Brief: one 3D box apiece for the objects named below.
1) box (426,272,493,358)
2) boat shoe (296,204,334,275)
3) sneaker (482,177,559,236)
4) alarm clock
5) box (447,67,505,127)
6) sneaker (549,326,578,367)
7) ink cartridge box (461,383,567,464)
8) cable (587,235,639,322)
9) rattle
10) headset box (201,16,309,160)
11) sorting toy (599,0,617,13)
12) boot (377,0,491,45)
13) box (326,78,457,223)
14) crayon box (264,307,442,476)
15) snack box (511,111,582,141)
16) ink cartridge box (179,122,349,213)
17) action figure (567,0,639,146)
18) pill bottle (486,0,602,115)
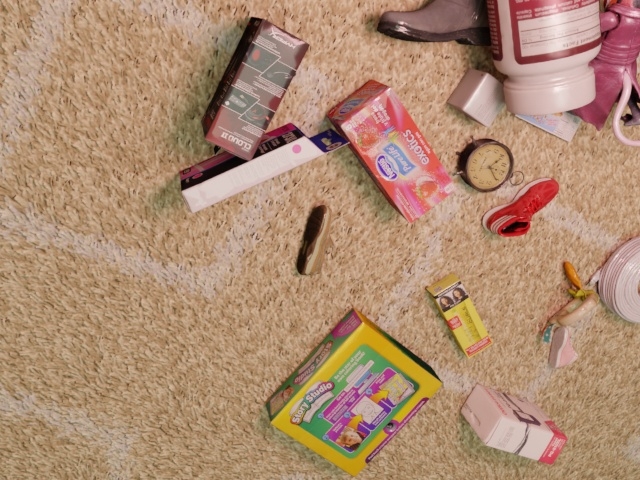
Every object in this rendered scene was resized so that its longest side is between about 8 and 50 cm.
[{"bbox_3d":[0.377,0.204,1.822,0.087,0.058,0.232,-31,114,-1],"label":"box"},{"bbox_3d":[0.000,0.000,1.663,0.072,0.068,0.189,6,119,-28],"label":"boat shoe"},{"bbox_3d":[0.534,-0.072,1.717,0.221,0.128,0.087,-36,114,2],"label":"sneaker"},{"bbox_3d":[0.428,-0.182,1.687,0.192,0.064,0.129,20,104,-17],"label":"alarm clock"},{"bbox_3d":[0.375,-0.339,1.596,0.087,0.102,0.101,28,102,-23],"label":"box"},{"bbox_3d":[0.707,0.305,1.941,0.070,0.051,0.134,-2,114,-14],"label":"sneaker"},{"bbox_3d":[0.546,0.521,1.916,0.237,0.172,0.100,21,104,-19],"label":"ink cartridge box"},{"bbox_3d":[0.911,0.108,1.892,0.257,0.089,0.257,27,102,-20],"label":"cable"},{"bbox_3d":[0.655,0.180,1.874,0.143,0.130,0.200,42,123,-12],"label":"rattle"},{"bbox_3d":[-0.152,-0.311,1.422,0.110,0.218,0.293,24,103,-19],"label":"headset box"},{"bbox_3d":[0.662,-0.538,1.623,0.193,0.038,0.208,-1,110,-12],"label":"sorting toy"},{"bbox_3d":[0.284,-0.553,1.501,0.339,0.118,0.222,-4,108,-25],"label":"boot"},{"bbox_3d":[0.164,-0.208,1.570,0.142,0.154,0.300,-37,115,3],"label":"box"},{"bbox_3d":[0.089,0.410,1.807,0.313,0.106,0.363,39,97,-21],"label":"crayon box"},{"bbox_3d":[0.570,-0.310,1.695,0.178,0.022,0.064,20,105,-19],"label":"snack box"},{"bbox_3d":[-0.132,-0.181,1.497,0.371,0.175,0.069,-23,113,-4],"label":"ink cartridge box"},{"bbox_3d":[0.657,-0.424,1.520,0.248,0.275,0.370,-7,133,-3],"label":"action figure"},{"bbox_3d":[0.468,-0.478,1.418,0.224,0.224,0.391,-16,113,-7],"label":"pill bottle"}]
